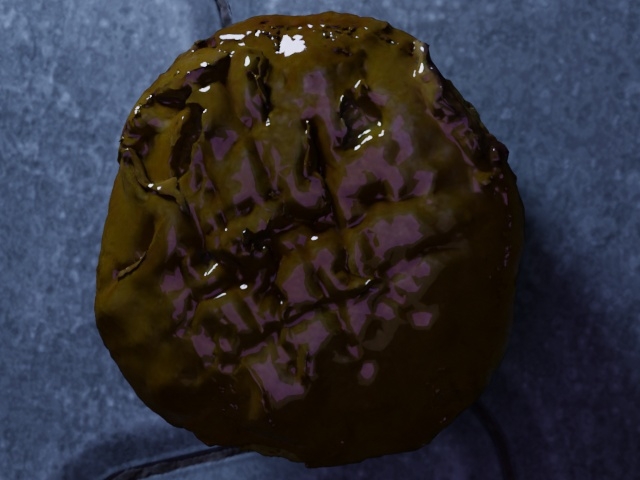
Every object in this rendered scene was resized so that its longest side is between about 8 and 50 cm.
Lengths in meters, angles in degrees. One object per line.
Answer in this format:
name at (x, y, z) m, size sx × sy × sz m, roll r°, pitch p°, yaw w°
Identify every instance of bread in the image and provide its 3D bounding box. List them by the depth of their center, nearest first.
bread at (0.000, 0.000, 1.622) m, size 0.398 × 0.215 × 0.398 m, roll 0°, pitch 88°, yaw 9°
